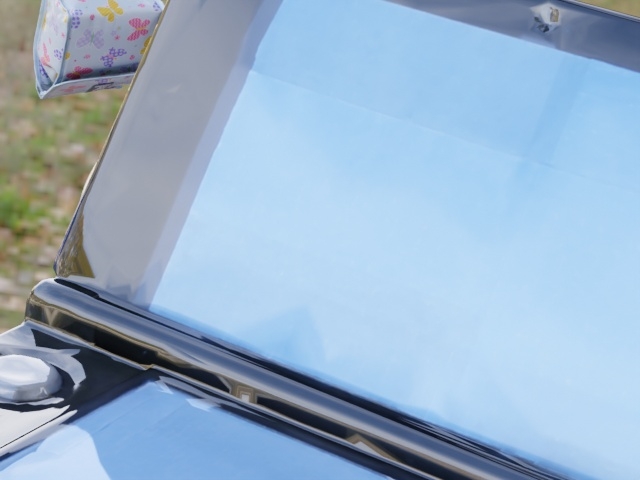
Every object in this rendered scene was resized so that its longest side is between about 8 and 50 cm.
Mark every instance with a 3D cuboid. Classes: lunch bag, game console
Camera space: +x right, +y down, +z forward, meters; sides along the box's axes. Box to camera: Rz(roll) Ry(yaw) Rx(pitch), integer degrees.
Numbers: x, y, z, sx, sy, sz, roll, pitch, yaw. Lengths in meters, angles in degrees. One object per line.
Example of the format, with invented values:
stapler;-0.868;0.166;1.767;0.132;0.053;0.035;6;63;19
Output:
lunch bag;-0.142;-0.126;1.139;0.071;0.083;0.053;-9;51;-29
game console;0.009;0.024;0.541;0.293;0.173;0.250;19;23;26

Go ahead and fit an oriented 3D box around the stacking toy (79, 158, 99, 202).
stacking toy;0.000;0.000;1.138;0.141;0.141;0.330;18;9;33
